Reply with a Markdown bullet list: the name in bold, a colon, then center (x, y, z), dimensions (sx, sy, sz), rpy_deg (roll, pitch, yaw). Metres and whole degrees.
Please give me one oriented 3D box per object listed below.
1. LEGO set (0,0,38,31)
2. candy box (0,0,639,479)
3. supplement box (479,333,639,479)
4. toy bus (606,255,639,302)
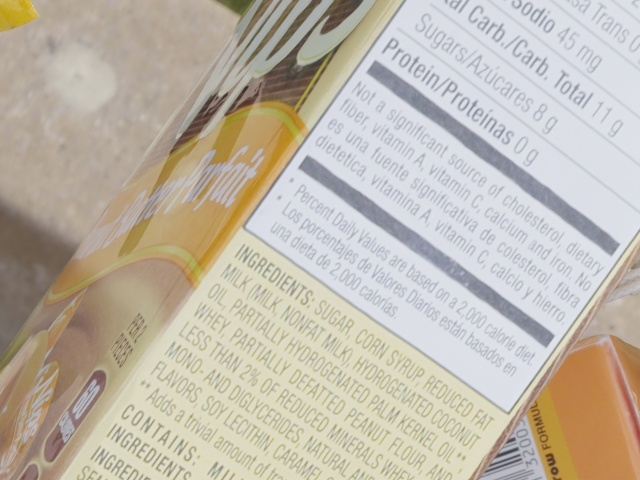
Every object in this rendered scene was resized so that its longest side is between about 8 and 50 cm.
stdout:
- **LEGO set**: center (-0.206, -0.133, 0.859), dimensions (0.093, 0.227, 0.087), rpy_deg (-30, 118, -4)
- **candy box**: center (0.000, 0.000, 0.454), dimensions (0.088, 0.183, 0.316), rpy_deg (35, 90, -14)
- **supplement box**: center (0.020, 0.109, 0.635), dimensions (0.078, 0.233, 0.080), rpy_deg (19, 53, -63)
- **toy bus**: center (0.202, 0.013, 0.585), dimensions (0.104, 0.202, 0.191), rpy_deg (65, 16, -2)
